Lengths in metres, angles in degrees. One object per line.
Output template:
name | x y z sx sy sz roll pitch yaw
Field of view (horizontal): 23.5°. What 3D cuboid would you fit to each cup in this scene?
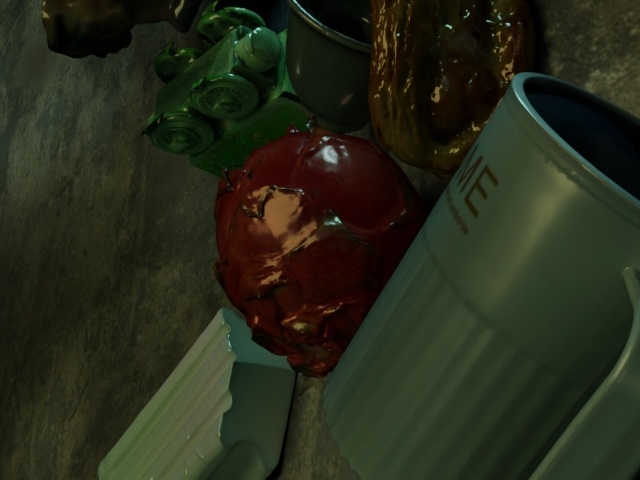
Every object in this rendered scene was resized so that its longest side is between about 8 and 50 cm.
cup | 0.035 -0.201 1.695 0.199 0.199 0.150 -107 29 -47
cup | 0.191 0.089 1.174 0.311 0.257 0.331 -57 41 22

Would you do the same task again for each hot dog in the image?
hot dog | 0.126 -0.194 1.534 0.114 0.175 0.259 135 139 -54

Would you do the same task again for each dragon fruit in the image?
dragon fruit | 0.004 0.009 1.543 0.241 0.241 0.252 -52 20 26

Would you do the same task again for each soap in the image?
soap | -0.140 0.239 1.748 0.289 0.095 0.173 -52 33 26

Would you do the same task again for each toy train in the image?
toy train | -0.095 -0.170 1.841 0.243 0.188 0.132 -30 46 45

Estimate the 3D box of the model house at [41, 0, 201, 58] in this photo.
model house | -0.153 -0.456 1.947 0.445 0.400 0.395 -89 -10 -79
